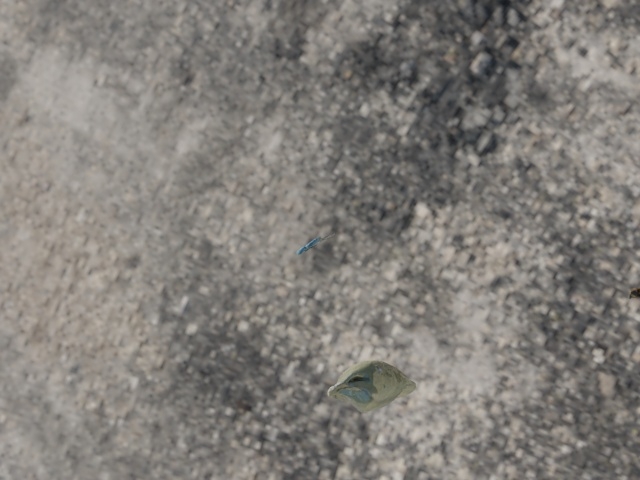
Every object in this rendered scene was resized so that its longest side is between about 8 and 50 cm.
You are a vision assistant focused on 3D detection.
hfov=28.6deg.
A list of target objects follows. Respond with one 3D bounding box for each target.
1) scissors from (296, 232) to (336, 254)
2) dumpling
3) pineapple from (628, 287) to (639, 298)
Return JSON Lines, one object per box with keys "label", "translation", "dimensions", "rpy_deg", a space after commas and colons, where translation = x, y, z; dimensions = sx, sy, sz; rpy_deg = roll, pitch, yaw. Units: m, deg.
{"label": "scissors", "translation": [0.000, 0.000, 1.493], "dimensions": [0.036, 0.083, 0.006], "rpy_deg": [-37, 85, 30]}
{"label": "dumpling", "translation": [0.039, 0.130, 1.091], "dimensions": [0.043, 0.077, 0.059], "rpy_deg": [59, 141, 13]}
{"label": "pineapple", "translation": [0.309, 0.061, 0.743], "dimensions": [0.079, 0.135, 0.233], "rpy_deg": [-54, 33, -11]}
